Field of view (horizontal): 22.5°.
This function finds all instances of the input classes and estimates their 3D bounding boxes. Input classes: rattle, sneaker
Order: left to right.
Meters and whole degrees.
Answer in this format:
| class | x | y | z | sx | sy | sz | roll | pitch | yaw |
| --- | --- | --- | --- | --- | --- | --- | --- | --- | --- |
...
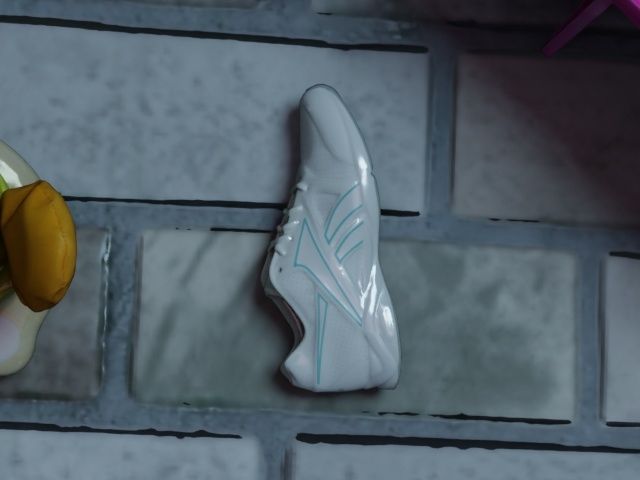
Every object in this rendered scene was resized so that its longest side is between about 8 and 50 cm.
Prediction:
| class | x | y | z | sx | sy | sz | roll | pitch | yaw |
| --- | --- | --- | --- | --- | --- | --- | --- | --- | --- |
| rattle | -0.213 | -0.002 | 0.713 | 0.199 | 0.143 | 0.130 | 21 | 102 | -10 |
| sneaker | 0.000 | 0.000 | 0.775 | 0.061 | 0.054 | 0.152 | -8 | 87 | -4 |

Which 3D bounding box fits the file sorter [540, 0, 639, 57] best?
| class | x | y | z | sx | sy | sz | roll | pitch | yaw |
| --- | --- | --- | --- | --- | --- | --- | --- | --- | --- |
| file sorter | 0.182 | -0.167 | 0.744 | 0.290 | 0.182 | 0.202 | 43 | 83 | 0 |
